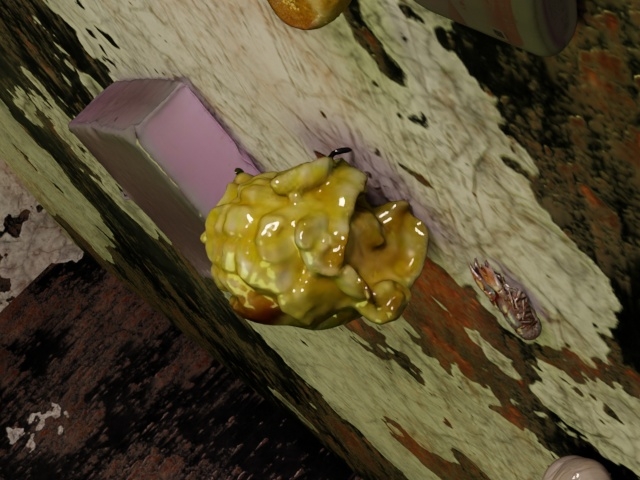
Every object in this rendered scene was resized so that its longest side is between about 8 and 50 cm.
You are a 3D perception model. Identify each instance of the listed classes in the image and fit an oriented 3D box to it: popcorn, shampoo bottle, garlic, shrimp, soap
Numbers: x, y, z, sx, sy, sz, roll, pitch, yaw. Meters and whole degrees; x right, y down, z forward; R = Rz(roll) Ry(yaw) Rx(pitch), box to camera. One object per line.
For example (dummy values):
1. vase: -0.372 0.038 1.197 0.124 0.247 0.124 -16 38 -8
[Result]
1. popcorn: -0.002 0.001 1.100 0.189 0.218 0.169 -12 79 55
2. shampoo bottle: 0.073 -0.162 0.666 0.165 0.040 0.080 32 163 37
3. garlic: 0.286 0.275 1.263 0.094 0.074 0.113 10 179 -14
4. shrimp: 0.168 0.051 1.035 0.092 0.029 0.038 46 167 8
5. soap: -0.163 -0.065 1.454 0.296 0.107 0.285 50 165 -25

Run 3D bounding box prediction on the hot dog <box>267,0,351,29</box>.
1. hot dog: -0.063 -0.258 0.722 0.088 0.061 0.286 21 152 50
